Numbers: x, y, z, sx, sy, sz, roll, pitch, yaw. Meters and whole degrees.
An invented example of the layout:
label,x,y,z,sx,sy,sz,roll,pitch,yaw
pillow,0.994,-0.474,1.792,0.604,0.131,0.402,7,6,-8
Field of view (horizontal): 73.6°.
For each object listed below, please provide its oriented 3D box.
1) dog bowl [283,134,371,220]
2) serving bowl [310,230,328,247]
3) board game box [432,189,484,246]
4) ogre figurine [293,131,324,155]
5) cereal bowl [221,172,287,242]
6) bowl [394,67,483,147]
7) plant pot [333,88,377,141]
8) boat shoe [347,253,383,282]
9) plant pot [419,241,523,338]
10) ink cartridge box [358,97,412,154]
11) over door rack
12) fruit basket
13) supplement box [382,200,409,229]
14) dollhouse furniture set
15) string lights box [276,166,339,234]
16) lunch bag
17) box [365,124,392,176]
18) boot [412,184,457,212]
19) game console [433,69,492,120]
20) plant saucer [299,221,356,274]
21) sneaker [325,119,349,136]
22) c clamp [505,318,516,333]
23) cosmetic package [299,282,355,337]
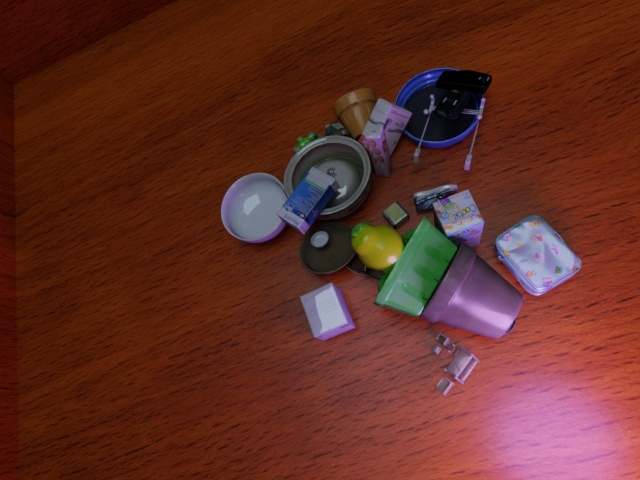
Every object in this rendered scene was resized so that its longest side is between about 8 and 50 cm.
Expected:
label,x,y,z,sx,sy,sz,roll,pitch,yaw
dog bowl,0.047,-0.267,1.945,0.409,0.150,0.407,-8,66,17
serving bowl,0.000,0.000,1.882,0.084,0.027,0.083,-13,51,16
board game box,0.535,-0.062,1.675,0.145,0.275,0.141,-21,68,9
ogre figurine,-0.062,-0.452,2.069,0.197,0.118,0.096,-27,67,6
cereal bowl,-0.289,-0.141,2.022,0.340,0.141,0.338,-5,72,16
bowl,0.539,-0.605,1.961,0.392,0.077,0.390,-5,72,15
plant pot,0.186,-0.574,2.004,0.205,0.205,0.187,-20,83,10
boat shoe,0.204,0.109,1.816,0.258,0.095,0.095,24,81,22
plant pot,0.562,0.210,1.572,0.281,0.323,0.323,30,83,13
ink cartridge box,0.287,-0.502,1.907,0.092,0.159,0.217,43,118,39
over door rack,0.549,-0.474,1.816,0.240,0.108,0.323,12,77,21
fruit basket,0.275,0.069,1.612,0.393,0.283,0.391,-1,79,6
supplement box,0.330,-0.110,1.871,0.083,0.056,0.083,-39,66,1
dollhouse furniture set,0.479,0.477,1.635,0.181,0.101,0.161,-52,42,-4
string lights box,-0.052,-0.170,1.810,0.133,0.076,0.259,33,82,28
lunch bag,0.817,0.057,1.643,0.224,0.108,0.279,-36,64,8
box,0.254,-0.376,1.836,0.067,0.324,0.062,10,73,19
boot,0.500,-0.178,1.845,0.190,0.069,0.085,-14,76,21
game console,0.573,-0.623,1.813,0.213,0.043,0.361,19,54,27
plant saucer,0.039,0.037,1.881,0.278,0.041,0.277,-13,49,16
sneaker,0.071,-0.526,2.019,0.065,0.192,0.086,-7,96,-24
c clamp,0.663,0.315,1.654,0.161,0.022,0.137,21,74,23
cosmetic package,0.031,0.298,1.775,0.152,0.151,0.183,-24,67,8
